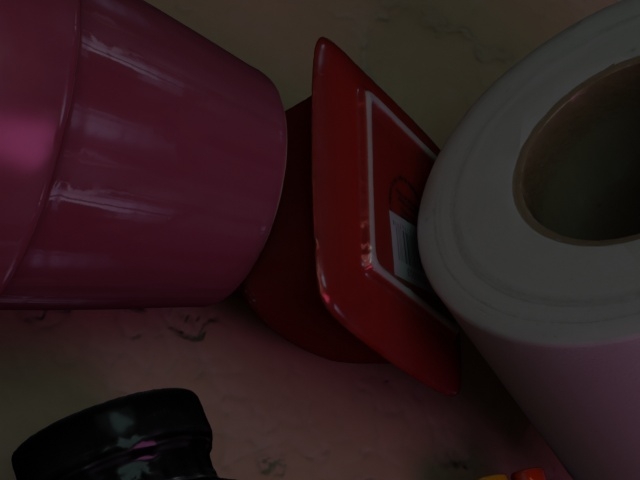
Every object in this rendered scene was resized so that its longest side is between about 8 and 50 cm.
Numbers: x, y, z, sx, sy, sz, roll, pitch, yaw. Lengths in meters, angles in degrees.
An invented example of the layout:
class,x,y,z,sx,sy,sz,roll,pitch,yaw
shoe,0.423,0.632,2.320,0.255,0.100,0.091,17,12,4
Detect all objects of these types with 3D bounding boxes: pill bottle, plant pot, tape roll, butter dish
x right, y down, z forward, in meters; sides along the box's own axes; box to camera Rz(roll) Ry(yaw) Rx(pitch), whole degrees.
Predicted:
class,x,y,z,sx,sy,sz,roll,pitch,yaw
pill bottle,-0.063,0.185,0.679,0.123,0.123,0.219,-13,70,-27
plant pot,-0.124,-0.046,0.741,0.180,0.201,0.201,14,59,-29
tape roll,0.193,0.006,0.772,0.169,0.246,0.246,52,50,-35
butter dish,0.000,0.000,0.810,0.160,0.118,0.159,38,44,-52

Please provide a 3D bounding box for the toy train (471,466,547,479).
class,x,y,z,sx,sy,sz,roll,pitch,yaw
toy train,0.091,0.200,0.781,0.125,0.046,0.166,41,60,-1
